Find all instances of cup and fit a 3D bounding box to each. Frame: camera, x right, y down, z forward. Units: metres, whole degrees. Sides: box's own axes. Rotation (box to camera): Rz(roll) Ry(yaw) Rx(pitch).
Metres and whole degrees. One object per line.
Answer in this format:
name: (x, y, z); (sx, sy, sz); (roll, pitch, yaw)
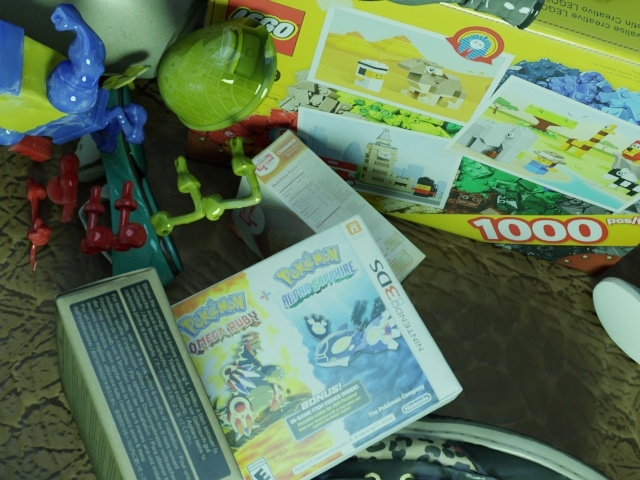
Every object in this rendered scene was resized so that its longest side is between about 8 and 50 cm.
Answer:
cup: (-0.227, -0.300, 0.992); (0.237, 0.331, 0.331); (34, 63, -8)

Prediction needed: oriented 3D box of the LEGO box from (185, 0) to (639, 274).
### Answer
LEGO box: (0.141, -0.179, 0.975); (0.500, 0.372, 0.193); (16, 64, -5)

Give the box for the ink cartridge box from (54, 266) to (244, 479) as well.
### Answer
ink cartridge box: (-0.154, 0.157, 0.830); (0.088, 0.235, 0.193); (-19, 72, -20)

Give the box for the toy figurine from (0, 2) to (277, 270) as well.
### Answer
toy figurine: (-0.238, -0.107, 0.837); (0.217, 0.362, 0.191); (21, 67, -44)

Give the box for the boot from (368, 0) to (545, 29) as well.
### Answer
boot: (0.097, -0.282, 0.770); (0.161, 0.083, 0.247); (4, 72, -18)

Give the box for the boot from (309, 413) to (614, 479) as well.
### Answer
boot: (0.081, 0.300, 0.872); (0.377, 0.138, 0.284); (18, 64, -5)

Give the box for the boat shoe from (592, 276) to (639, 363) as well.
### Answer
boat shoe: (0.383, 0.105, 1.075); (0.184, 0.066, 0.063); (43, 50, 11)

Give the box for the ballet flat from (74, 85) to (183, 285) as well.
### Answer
ballet flat: (-0.214, -0.060, 1.005); (0.087, 0.083, 0.247); (-17, 68, -5)

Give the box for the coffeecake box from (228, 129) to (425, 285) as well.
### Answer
coffeecake box: (0.000, 0.000, 0.988); (0.185, 0.142, 0.068); (43, 65, 9)

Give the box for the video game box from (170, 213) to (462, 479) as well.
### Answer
video game box: (-0.009, 0.100, 0.851); (0.205, 0.048, 0.187); (-27, 72, -12)
